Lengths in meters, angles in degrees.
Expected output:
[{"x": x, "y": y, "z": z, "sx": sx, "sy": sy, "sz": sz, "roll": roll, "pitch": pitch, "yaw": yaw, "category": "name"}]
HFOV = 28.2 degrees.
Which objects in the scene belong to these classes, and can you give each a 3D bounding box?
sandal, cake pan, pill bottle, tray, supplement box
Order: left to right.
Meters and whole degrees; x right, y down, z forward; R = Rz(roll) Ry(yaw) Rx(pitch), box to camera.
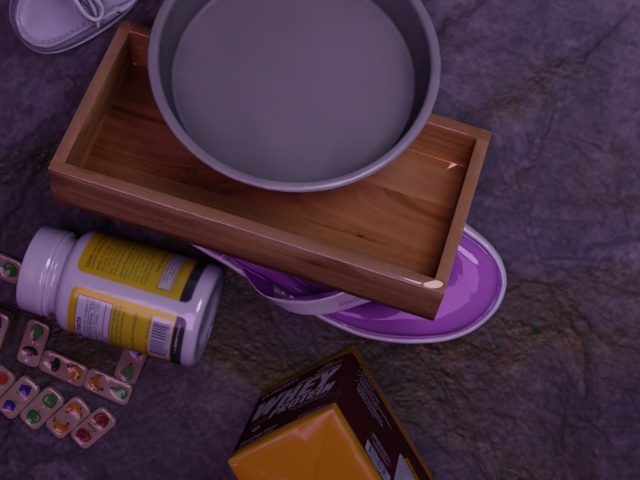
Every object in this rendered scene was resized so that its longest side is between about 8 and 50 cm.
[{"x": -0.223, "y": 0.058, "z": 1.419, "sx": 0.209, "sy": 0.119, "sz": 0.119, "roll": 16, "pitch": 106, "yaw": 4, "category": "pill bottle"}, {"x": -0.049, "y": -0.076, "z": 1.324, "sx": 0.411, "sy": 0.202, "sz": 0.076, "roll": 17, "pitch": 151, "yaw": 4, "category": "tray"}, {"x": -0.027, "y": -0.174, "z": 1.289, "sx": 0.293, "sy": 0.054, "sz": 0.293, "roll": 1, "pitch": 68, "yaw": -3, "category": "cake pan"}, {"x": -0.004, "y": 0.014, "z": 1.384, "sx": 0.416, "sy": 0.102, "sz": 0.169, "roll": 19, "pitch": 107, "yaw": 3, "category": "sandal"}, {"x": 0.019, "y": 0.252, "z": 1.395, "sx": 0.129, "sy": 0.194, "sz": 0.191, "roll": -29, "pitch": 99, "yaw": 14, "category": "supplement box"}]

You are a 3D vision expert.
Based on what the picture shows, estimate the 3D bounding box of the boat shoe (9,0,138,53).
[{"x": -0.209, "y": -0.312, "z": 1.328, "sx": 0.320, "sy": 0.103, "sz": 0.118, "roll": -35, "pitch": 97, "yaw": 15, "category": "boat shoe"}]

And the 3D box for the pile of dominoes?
[{"x": -0.338, "y": 0.135, "z": 1.498, "sx": 0.251, "sy": 0.040, "sz": 0.196, "roll": 23, "pitch": 106, "yaw": 2, "category": "pile of dominoes"}]
